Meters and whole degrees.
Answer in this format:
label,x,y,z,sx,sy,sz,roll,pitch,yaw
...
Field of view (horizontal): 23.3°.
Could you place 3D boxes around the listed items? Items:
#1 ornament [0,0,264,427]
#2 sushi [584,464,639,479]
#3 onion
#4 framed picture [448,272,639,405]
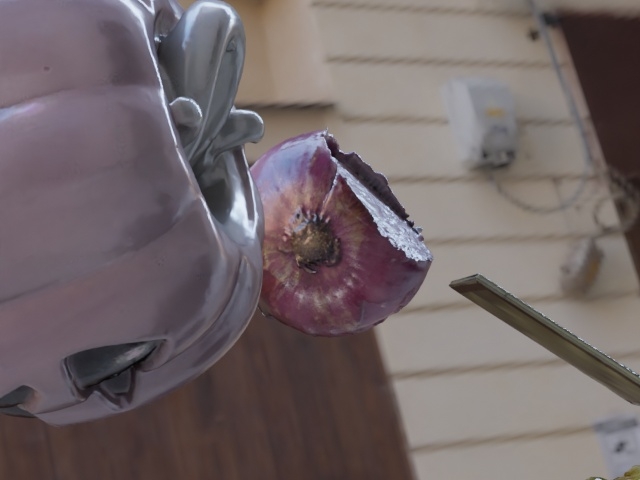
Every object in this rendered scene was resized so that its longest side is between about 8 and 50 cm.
label,x,y,z,sx,sy,sz,roll,pitch,yaw
ornament,-0.093,-0.023,0.562,0.177,0.178,0.177,-13,-19,-4
sushi,0.166,0.166,0.514,0.274,0.184,0.139,-4,-52,-15
onion,-0.002,0.003,1.601,0.200,0.201,0.207,-26,-61,31
framed picture,0.233,0.100,1.513,0.010,0.231,0.173,-57,2,-6
